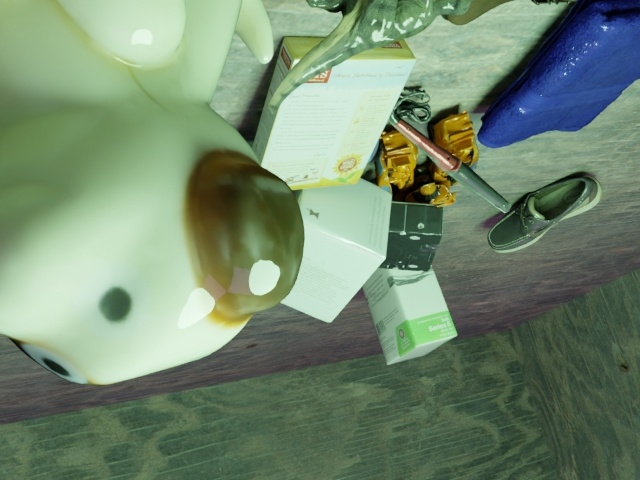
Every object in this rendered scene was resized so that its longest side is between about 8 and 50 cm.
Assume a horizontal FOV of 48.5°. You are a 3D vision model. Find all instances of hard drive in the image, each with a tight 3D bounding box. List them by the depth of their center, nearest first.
[{"bbox_3d":[0.046,-0.012,1.320,0.338,0.064,0.237,3,162,4],"label":"hard drive"}]

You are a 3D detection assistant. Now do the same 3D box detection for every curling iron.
[{"bbox_3d":[0.200,-0.127,1.068,0.068,0.035,0.274,-43,113,14],"label":"curling iron"}]

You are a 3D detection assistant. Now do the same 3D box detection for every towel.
[{"bbox_3d":[0.384,-0.253,1.041,0.227,0.076,0.308,-15,163,-24],"label":"towel"}]

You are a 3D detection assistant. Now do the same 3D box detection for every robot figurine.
[{"bbox_3d":[0.178,-0.119,1.233,0.211,0.085,0.291,-15,162,2],"label":"robot figurine"}]

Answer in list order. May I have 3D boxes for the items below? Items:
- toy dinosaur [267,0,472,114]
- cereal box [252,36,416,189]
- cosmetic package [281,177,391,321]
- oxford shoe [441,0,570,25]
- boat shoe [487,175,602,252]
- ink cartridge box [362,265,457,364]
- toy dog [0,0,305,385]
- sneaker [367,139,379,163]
[{"bbox_3d":[0.042,-0.242,0.728,0.268,0.118,0.064,-28,-156,1],"label":"toy dinosaur"},{"bbox_3d":[0.006,-0.162,0.951,0.172,0.047,0.240,-6,145,-26],"label":"cereal box"},{"bbox_3d":[0.000,0.000,1.119,0.151,0.151,0.184,25,133,-14],"label":"cosmetic package"},{"bbox_3d":[0.228,-0.289,0.763,0.227,0.096,0.082,-26,161,35],"label":"oxford shoe"},{"bbox_3d":[0.499,-0.066,1.630,0.285,0.103,0.092,-30,152,29],"label":"boat shoe"},{"bbox_3d":[0.195,0.134,1.694,0.114,0.273,0.198,-11,162,-19],"label":"ink cartridge box"},{"bbox_3d":[-0.169,-0.102,0.498,0.284,0.408,0.395,-22,160,23],"label":"toy dog"},{"bbox_3d":[0.033,-0.136,1.123,0.059,0.053,0.144,6,152,-43],"label":"sneaker"}]
